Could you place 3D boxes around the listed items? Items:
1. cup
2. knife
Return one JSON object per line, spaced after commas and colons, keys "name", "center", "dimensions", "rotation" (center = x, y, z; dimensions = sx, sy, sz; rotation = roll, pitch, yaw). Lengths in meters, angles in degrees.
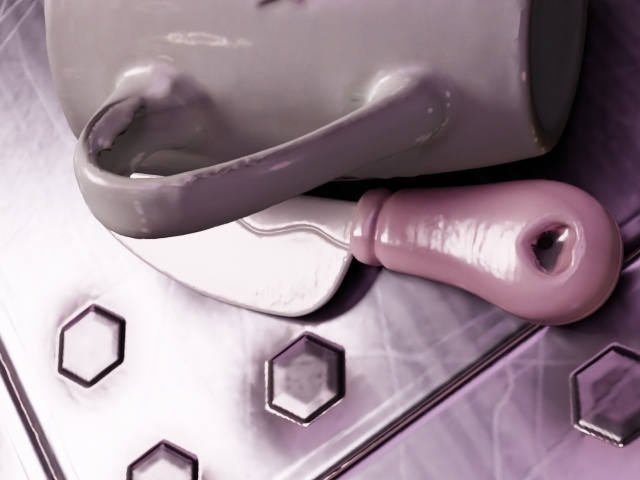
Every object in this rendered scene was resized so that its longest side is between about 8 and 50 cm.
{"name": "cup", "center": [-0.006, -0.091, 0.705], "dimensions": [0.234, 0.186, 0.258], "rotation": [8, 46, 22]}
{"name": "knife", "center": [0.000, 0.003, 0.779], "dimensions": [0.336, 0.043, 0.081], "rotation": [4, 79, 34]}
